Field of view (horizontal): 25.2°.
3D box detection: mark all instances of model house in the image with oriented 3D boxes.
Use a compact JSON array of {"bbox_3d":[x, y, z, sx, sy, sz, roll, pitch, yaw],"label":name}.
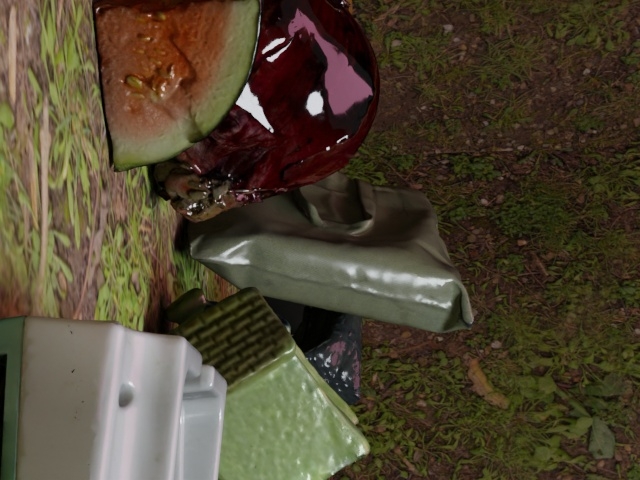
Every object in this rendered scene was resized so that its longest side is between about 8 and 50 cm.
[{"bbox_3d":[-0.088,0.145,1.358,0.189,0.195,0.214,62,-5,-13],"label":"model house"}]

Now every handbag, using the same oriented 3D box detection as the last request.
[{"bbox_3d":[-0.037,0.160,1.664,0.270,0.088,0.175,-44,-160,28],"label":"handbag"},{"bbox_3d":[0.003,-0.001,1.594,0.253,0.315,0.109,-99,-157,-61],"label":"handbag"}]

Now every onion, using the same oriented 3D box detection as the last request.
[{"bbox_3d":[-0.062,-0.169,1.366,0.221,0.281,0.281,31,-42,40],"label":"onion"}]

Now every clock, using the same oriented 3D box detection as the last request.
[{"bbox_3d":[-0.128,0.179,0.912,0.262,0.116,0.231,69,20,-75],"label":"clock"}]

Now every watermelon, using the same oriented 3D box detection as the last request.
[{"bbox_3d":[-0.106,-0.159,1.181,0.137,0.145,0.193,66,21,-66],"label":"watermelon"}]

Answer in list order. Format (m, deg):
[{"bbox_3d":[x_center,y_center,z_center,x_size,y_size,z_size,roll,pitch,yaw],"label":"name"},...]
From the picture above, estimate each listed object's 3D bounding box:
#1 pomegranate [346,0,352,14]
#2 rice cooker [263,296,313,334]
[{"bbox_3d":[-0.042,-0.315,1.990,0.196,0.196,0.196,-2,90,-86],"label":"pomegranate"},{"bbox_3d":[-0.040,0.032,2.028,0.118,0.142,0.203,62,20,-53],"label":"rice cooker"}]
